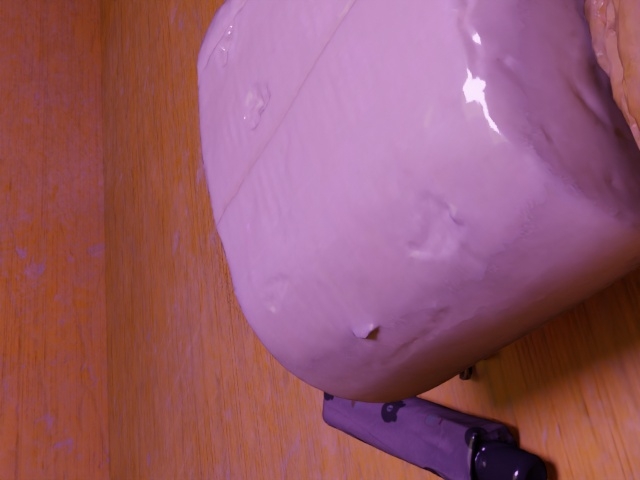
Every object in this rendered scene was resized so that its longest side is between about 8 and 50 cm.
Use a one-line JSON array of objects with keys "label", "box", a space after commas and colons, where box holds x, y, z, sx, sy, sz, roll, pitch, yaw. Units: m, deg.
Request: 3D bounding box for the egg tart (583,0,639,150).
[{"label": "egg tart", "box": [0.326, -0.145, 0.267, 0.443, 0.178, 0.444, -12, 73, 43]}]

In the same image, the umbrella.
[{"label": "umbrella", "box": [0.103, 0.204, 0.761, 0.337, 0.067, 0.073, 0, 98, 61]}]

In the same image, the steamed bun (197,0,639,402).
[{"label": "steamed bun", "box": [0.099, -0.122, 0.608, 0.371, 0.289, 0.456, -44, 49, 44]}]

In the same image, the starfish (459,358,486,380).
[{"label": "starfish", "box": [0.144, 0.104, 0.747, 0.078, 0.028, 0.091, -45, 44, 41]}]
